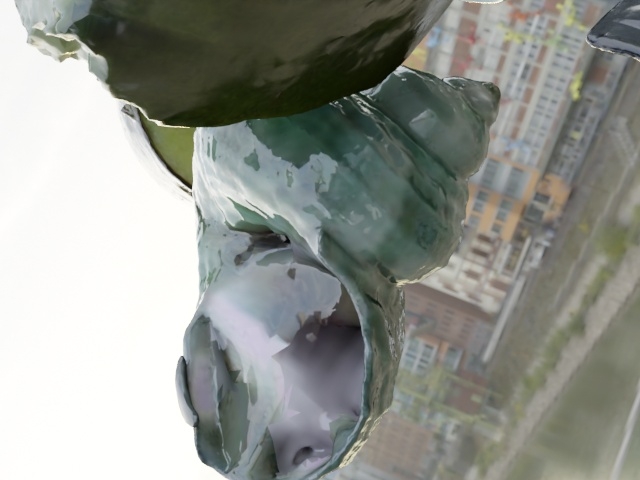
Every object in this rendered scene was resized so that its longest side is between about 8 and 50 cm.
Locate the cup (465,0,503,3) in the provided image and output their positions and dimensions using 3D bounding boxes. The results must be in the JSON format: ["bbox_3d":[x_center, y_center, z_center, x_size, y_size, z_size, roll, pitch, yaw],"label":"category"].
[{"bbox_3d":[0.216,-0.461,1.268,0.356,0.259,0.275,26,105,61],"label":"cup"}]

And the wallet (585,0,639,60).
[{"bbox_3d":[0.413,-0.190,0.792,0.247,0.322,0.041,-45,-40,-27],"label":"wallet"}]

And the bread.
[{"bbox_3d":[-0.075,-0.231,0.507,0.129,0.366,0.382,130,152,-51],"label":"bread"}]

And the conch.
[{"bbox_3d":[0.000,0.000,0.599,0.277,0.220,0.195,-44,-46,1],"label":"conch"}]

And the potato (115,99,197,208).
[{"bbox_3d":[-0.131,-0.088,1.086,0.112,0.269,0.255,-51,12,-13],"label":"potato"}]
